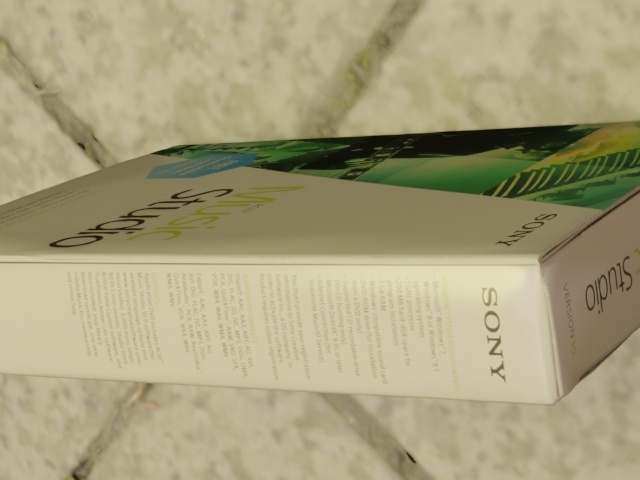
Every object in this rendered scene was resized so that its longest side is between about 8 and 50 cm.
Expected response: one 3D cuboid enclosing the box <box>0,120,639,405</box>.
[{"bbox_3d":[0.000,0.000,0.686,0.322,0.232,0.058,1,106,32],"label":"box"}]
